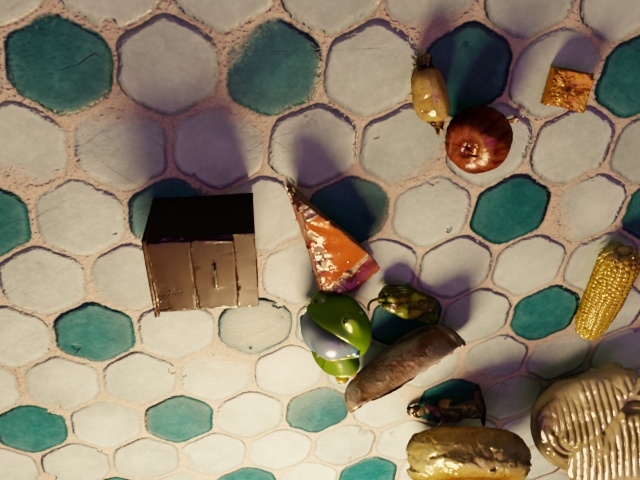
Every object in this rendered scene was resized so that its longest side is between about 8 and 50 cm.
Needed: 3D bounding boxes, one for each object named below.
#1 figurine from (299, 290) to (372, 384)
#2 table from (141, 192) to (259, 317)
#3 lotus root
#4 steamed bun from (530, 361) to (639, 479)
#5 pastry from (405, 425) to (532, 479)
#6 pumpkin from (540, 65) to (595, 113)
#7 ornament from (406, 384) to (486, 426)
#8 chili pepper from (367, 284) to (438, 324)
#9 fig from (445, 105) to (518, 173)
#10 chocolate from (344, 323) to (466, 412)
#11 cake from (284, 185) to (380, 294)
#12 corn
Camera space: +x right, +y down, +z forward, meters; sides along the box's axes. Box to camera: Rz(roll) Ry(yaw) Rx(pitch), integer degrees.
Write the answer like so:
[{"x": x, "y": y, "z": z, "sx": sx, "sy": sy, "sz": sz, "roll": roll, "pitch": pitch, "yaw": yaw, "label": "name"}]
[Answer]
[{"x": 0.032, "y": 0.216, "z": 1.270, "sx": 0.143, "sy": 0.162, "sz": 0.263, "roll": -35, "pitch": 145, "yaw": -24, "label": "figurine"}, {"x": -0.216, "y": 0.025, "z": 1.088, "sx": 0.193, "sy": 0.172, "sz": 0.169, "roll": -3, "pitch": 123, "yaw": -6, "label": "table"}, {"x": 0.195, "y": -0.255, "z": 1.031, "sx": 0.063, "sy": 0.072, "sz": 0.151, "roll": -23, "pitch": 117, "yaw": -6, "label": "lotus root"}, {"x": 0.716, "y": 0.469, "z": 1.486, "sx": 0.324, "sy": 0.219, "sz": 0.309, "roll": -39, "pitch": 82, "yaw": 11, "label": "steamed bun"}, {"x": 0.374, "y": 0.547, "z": 1.459, "sx": 0.330, "sy": 0.136, "sz": 0.329, "roll": 0, "pitch": 149, "yaw": 0, "label": "pastry"}, {"x": 0.457, "y": -0.280, "z": 1.068, "sx": 0.083, "sy": 0.054, "sz": 0.074, "roll": 12, "pitch": 110, "yaw": 2, "label": "pumpkin"}, {"x": 0.328, "y": 0.446, "z": 1.498, "sx": 0.203, "sy": 0.081, "sz": 0.088, "roll": -8, "pitch": 123, "yaw": -3, "label": "ornament"}, {"x": 0.178, "y": 0.133, "z": 1.281, "sx": 0.204, "sy": 0.073, "sz": 0.072, "roll": 21, "pitch": 100, "yaw": -33, "label": "chili pepper"}, {"x": 0.299, "y": -0.199, "z": 1.063, "sx": 0.128, "sy": 0.128, "sz": 0.150, "roll": 34, "pitch": 85, "yaw": -26, "label": "fig"}, {"x": 0.186, "y": 0.287, "z": 1.342, "sx": 0.303, "sy": 0.185, "sz": 0.100, "roll": -37, "pitch": 78, "yaw": 13, "label": "chocolate"}, {"x": 0.001, "y": 0.004, "z": 1.152, "sx": 0.135, "sy": 0.098, "sz": 0.287, "roll": -33, "pitch": 122, "yaw": 12, "label": "cake"}, {"x": 0.659, "y": 0.122, "z": 1.337, "sx": 0.091, "sy": 0.091, "sz": 0.260, "roll": -3, "pitch": 127, "yaw": -10, "label": "corn"}]
